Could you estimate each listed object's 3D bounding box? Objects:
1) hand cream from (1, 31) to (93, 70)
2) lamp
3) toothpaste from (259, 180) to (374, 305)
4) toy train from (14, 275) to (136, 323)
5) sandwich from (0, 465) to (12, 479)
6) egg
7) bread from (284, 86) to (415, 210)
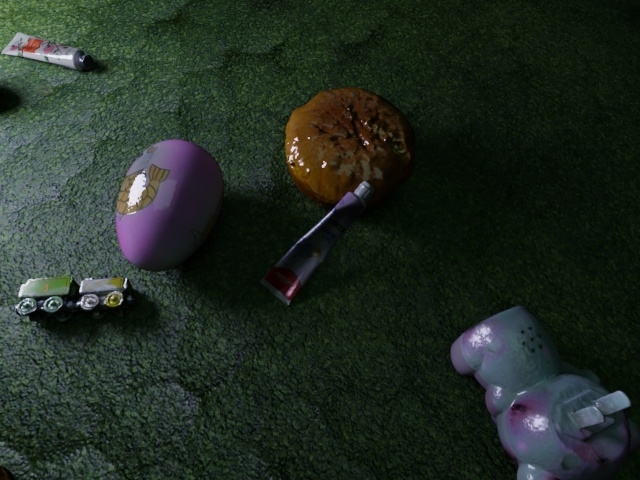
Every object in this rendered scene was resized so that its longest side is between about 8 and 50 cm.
[{"bbox_3d":[-0.696,-0.482,1.045,0.233,0.050,0.080,15,66,6],"label":"hand cream"},{"bbox_3d":[0.399,0.266,0.720,0.246,0.248,0.301,-15,59,-18],"label":"lamp"},{"bbox_3d":[0.000,0.000,0.836,0.075,0.048,0.301,39,96,-21],"label":"toothpaste"},{"bbox_3d":[-0.455,0.106,0.769,0.202,0.060,0.081,-3,58,-12],"label":"toy train"},{"bbox_3d":[-0.489,0.418,0.548,0.301,0.162,0.250,41,60,9],"label":"sandwich"},{"bbox_3d":[-0.294,-0.070,0.809,0.196,0.196,0.272,2,67,-8],"label":"egg"},{"bbox_3d":[0.070,-0.205,0.950,0.311,0.172,0.313,2,67,-5],"label":"bread"}]
